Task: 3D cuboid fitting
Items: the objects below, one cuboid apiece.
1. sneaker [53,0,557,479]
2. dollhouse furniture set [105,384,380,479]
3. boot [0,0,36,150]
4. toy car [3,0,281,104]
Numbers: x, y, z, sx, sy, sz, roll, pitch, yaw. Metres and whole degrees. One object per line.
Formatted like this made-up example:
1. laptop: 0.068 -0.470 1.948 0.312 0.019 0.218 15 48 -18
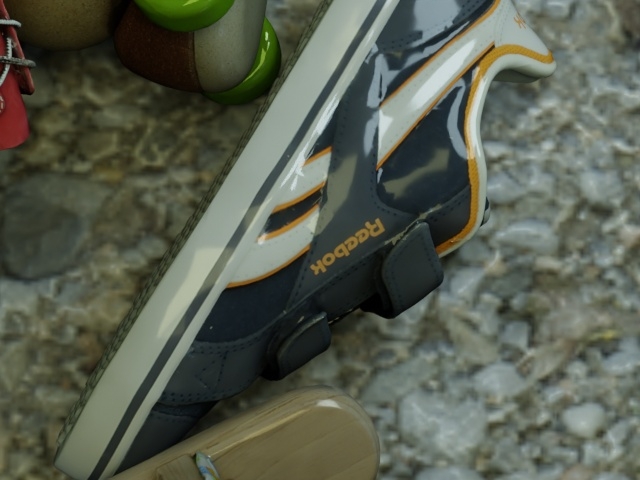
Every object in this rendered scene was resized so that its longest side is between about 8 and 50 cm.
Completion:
1. sneaker: 0.000 0.000 0.864 0.127 0.126 0.321 34 84 -7
2. dollhouse furniture set: 0.111 0.271 0.720 0.256 0.362 0.394 -26 111 -8
3. boot: -0.151 -0.136 0.761 0.176 0.244 0.088 55 47 -4
4. toy car: -0.117 -0.151 0.877 0.188 0.155 0.148 5 79 8
